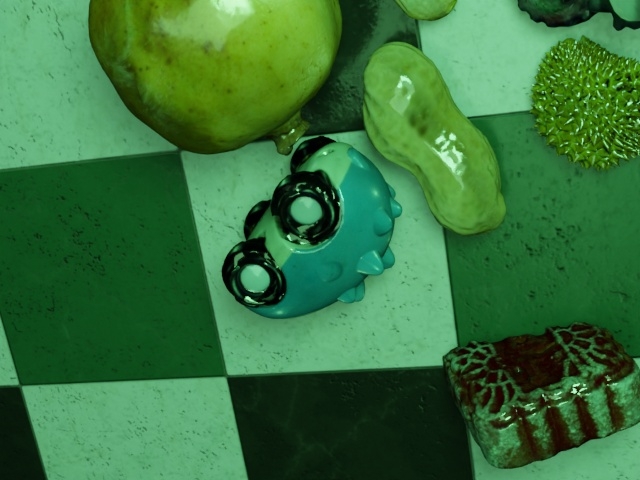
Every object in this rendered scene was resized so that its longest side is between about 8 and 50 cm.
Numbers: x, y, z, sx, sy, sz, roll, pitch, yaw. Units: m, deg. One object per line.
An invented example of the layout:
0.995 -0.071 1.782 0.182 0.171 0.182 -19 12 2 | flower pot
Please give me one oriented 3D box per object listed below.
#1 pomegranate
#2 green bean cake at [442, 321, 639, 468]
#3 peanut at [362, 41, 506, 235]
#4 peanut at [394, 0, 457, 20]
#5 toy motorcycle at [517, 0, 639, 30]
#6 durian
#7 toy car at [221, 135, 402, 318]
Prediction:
-0.124 -0.245 1.113 0.307 0.307 0.307 4 110 12 | pomegranate
0.295 0.192 1.261 0.233 0.198 0.097 -19 114 3 | green bean cake
0.137 -0.119 1.193 0.125 0.111 0.274 -30 100 26 | peanut
0.089 -0.351 1.133 0.087 0.087 0.206 -38 97 22 | peanut
0.391 -0.340 0.999 0.416 0.172 0.232 11 112 35 | toy motorcycle
0.351 -0.149 1.141 0.208 0.102 0.146 23 107 0 | durian
0.000 0.000 1.230 0.190 0.188 0.255 36 113 -10 | toy car
